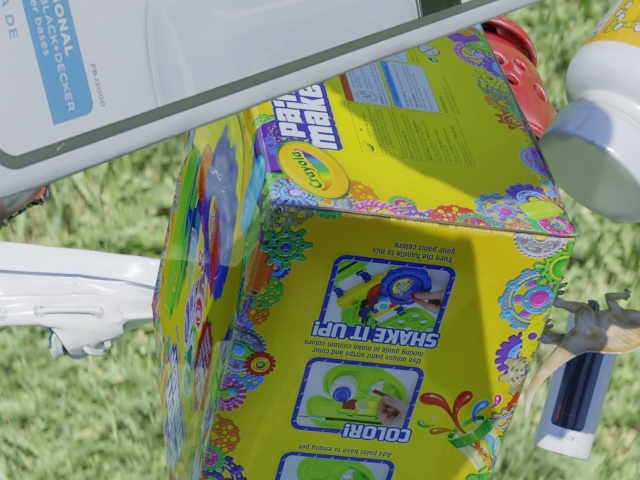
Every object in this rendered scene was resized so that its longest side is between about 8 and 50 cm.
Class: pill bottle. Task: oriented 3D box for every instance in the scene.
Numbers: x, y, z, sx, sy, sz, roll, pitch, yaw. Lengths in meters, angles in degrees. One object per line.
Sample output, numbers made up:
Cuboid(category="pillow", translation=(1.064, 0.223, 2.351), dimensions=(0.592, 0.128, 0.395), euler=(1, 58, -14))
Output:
Cuboid(category="pill bottle", translation=(0.235, -0.116, 1.162), dimensions=(0.117, 0.117, 0.208), euler=(34, 70, 14))

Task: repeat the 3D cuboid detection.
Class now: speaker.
Cuboid(category="speaker", translation=(0.244, 0.137, 1.659), dimensions=(0.055, 0.055, 0.136), euler=(16, 89, 6))

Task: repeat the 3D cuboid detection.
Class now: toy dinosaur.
Cuboid(category="toy dinosaur", translation=(0.218, 0.075, 1.442), dimensions=(0.183, 0.053, 0.092), euler=(-21, 35, -26))

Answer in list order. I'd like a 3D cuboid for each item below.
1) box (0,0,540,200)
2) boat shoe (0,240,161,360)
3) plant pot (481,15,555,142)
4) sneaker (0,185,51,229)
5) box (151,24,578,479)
Cuboid(category="box", translation=(-0.059, -0.075, 0.456), dimensions=(0.169, 0.290, 0.087), euler=(-8, 101, 32))
Cuboid(category="boat shoe", translation=(-0.188, 0.050, 1.330), dimensions=(0.258, 0.095, 0.084), euler=(6, 85, -7))
Cuboid(category="plant pot", translation=(0.154, -0.137, 1.856), dimensions=(0.191, 0.191, 0.174), euler=(1, 53, 0))
Cuboid(category="sneaker", translation=(-0.295, -0.044, 1.711), dimensions=(0.065, 0.061, 0.158), euler=(30, 81, -21))
Cuboid(category="box", translation=(0.009, 0.023, 1.107), dimensions=(0.177, 0.279, 0.290), euler=(6, 32, -13))
